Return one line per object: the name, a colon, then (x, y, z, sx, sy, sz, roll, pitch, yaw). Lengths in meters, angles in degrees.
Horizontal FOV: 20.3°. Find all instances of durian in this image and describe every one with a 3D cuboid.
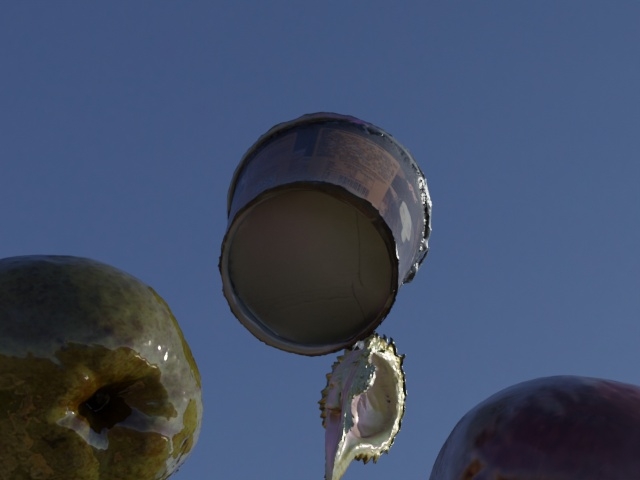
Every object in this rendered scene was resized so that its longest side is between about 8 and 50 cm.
durian: (0.034, 0.217, 2.194, 0.078, 0.224, 0.140, 3, -44, 31)

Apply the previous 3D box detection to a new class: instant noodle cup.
instant noodle cup: (0.000, 0.000, 1.746, 0.217, 0.207, 0.217, 2, -74, 6)

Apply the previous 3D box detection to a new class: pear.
pear: (-0.195, 0.104, 1.275, 0.228, 0.188, 0.211, 4, -8, -38)

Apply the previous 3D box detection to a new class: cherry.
cherry: (0.245, 0.267, 1.621, 0.335, 0.291, 0.326, -2, -18, -29)
